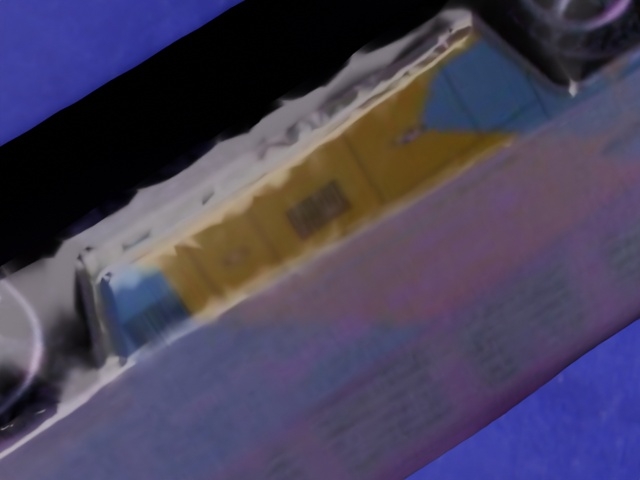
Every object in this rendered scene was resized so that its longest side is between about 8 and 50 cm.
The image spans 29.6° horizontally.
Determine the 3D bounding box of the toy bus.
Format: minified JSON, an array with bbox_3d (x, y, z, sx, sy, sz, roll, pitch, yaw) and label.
[{"bbox_3d":[0.000,0.000,0.462,0.386,0.171,0.162,-33,112,-6],"label":"toy bus"}]
